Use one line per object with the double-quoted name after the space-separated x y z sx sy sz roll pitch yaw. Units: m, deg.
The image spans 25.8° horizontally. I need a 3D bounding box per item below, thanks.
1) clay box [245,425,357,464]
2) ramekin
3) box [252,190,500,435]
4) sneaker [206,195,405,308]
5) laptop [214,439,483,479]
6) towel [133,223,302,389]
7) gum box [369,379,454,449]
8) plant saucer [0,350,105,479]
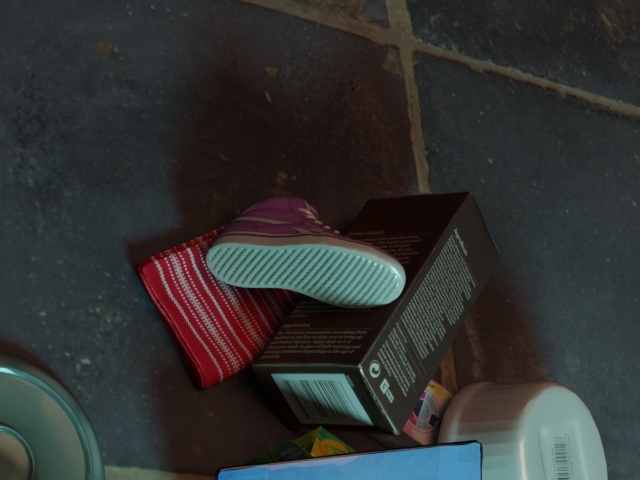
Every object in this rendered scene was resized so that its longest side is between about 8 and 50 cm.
0.021 0.328 1.873 0.222 0.127 0.053 38 50 -15 "clay box"
0.301 0.333 2.019 0.277 0.135 0.277 20 64 -47 "ramekin"
0.087 0.098 1.979 0.381 0.191 0.143 -55 128 -38 "box"
0.000 -0.001 1.921 0.282 0.102 0.161 12 36 20 "sneaker"
0.085 0.488 1.707 0.382 0.236 0.408 -2 39 -24 "laptop"
-0.116 0.076 1.969 0.275 0.031 0.199 -25 84 -42 "towel"
0.129 0.251 2.034 0.188 0.062 0.107 36 51 -17 "gum box"
-0.393 0.271 1.657 0.317 0.044 0.317 17 58 -29 "plant saucer"
